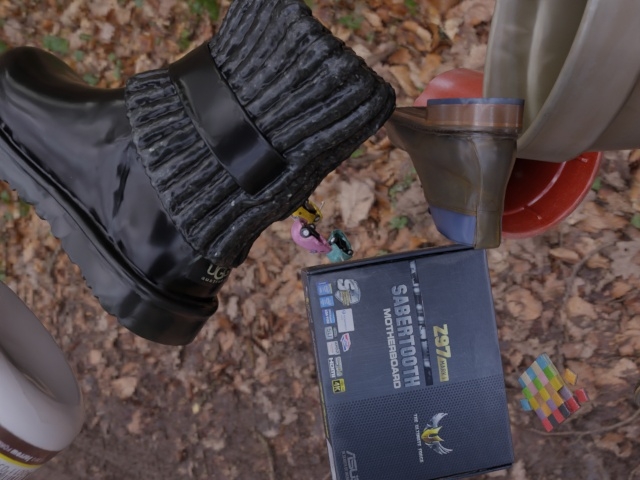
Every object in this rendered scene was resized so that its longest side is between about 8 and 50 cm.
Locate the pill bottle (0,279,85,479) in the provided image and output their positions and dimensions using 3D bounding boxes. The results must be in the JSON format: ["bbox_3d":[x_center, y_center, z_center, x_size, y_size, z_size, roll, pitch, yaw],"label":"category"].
[{"bbox_3d":[-0.232,0.110,0.350,0.215,0.117,0.117,-37,57,-7],"label":"pill bottle"}]

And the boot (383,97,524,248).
[{"bbox_3d":[0.094,-0.057,0.600,0.219,0.082,0.106,-144,54,-79],"label":"boot"}]

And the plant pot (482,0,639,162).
[{"bbox_3d":[0.340,-0.220,0.712,0.323,0.280,0.323,-171,90,-86],"label":"plant pot"}]

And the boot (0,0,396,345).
[{"bbox_3d":[-0.124,-0.118,0.590,0.348,0.131,0.260,45,106,24],"label":"boot"}]

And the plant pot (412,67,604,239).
[{"bbox_3d":[0.303,-0.178,1.304,0.265,0.272,0.272,48,123,58],"label":"plant pot"}]

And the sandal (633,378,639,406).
[{"bbox_3d":[0.398,0.161,0.714,0.219,0.090,0.060,-19,51,57],"label":"sandal"}]

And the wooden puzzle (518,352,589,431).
[{"bbox_3d":[0.183,0.123,0.597,0.049,0.006,0.083,61,153,27],"label":"wooden puzzle"}]

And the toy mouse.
[{"bbox_3d":[0.000,0.000,1.025,0.031,0.161,0.143,-44,70,19],"label":"toy mouse"}]

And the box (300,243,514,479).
[{"bbox_3d":[0.088,0.127,0.747,0.059,0.183,0.233,-162,64,-81],"label":"box"}]
